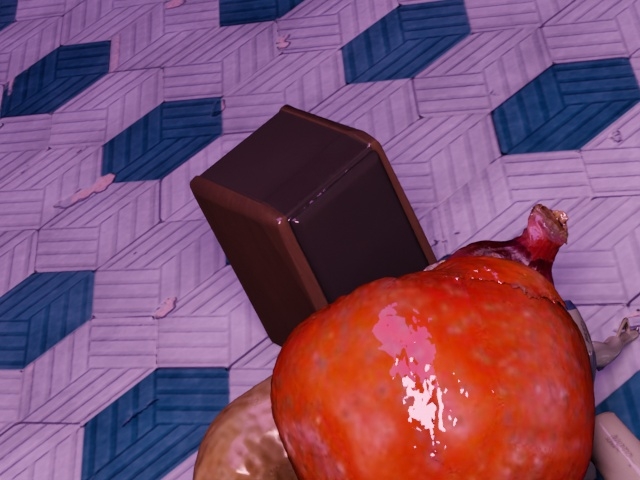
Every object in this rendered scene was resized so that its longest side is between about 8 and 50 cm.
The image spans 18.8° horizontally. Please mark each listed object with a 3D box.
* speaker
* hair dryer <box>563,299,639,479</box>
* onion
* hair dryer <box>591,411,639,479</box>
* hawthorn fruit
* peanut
[{"bbox_3d":[0.000,0.000,2.044,0.153,0.231,0.192,-40,36,-20],"label":"speaker"},{"bbox_3d":[0.257,0.147,1.825,0.067,0.199,0.167,-7,77,32],"label":"hair dryer"},{"bbox_3d":[0.176,0.066,1.867,0.218,0.195,0.140,-46,60,0],"label":"onion"},{"bbox_3d":[0.246,0.253,1.623,0.225,0.088,0.219,-20,58,10],"label":"hair dryer"},{"bbox_3d":[0.103,0.167,1.598,0.276,0.276,0.307,-20,51,10],"label":"hawthorn fruit"},{"bbox_3d":[-0.033,0.197,1.898,0.253,0.122,0.137,-36,42,-10],"label":"peanut"}]
